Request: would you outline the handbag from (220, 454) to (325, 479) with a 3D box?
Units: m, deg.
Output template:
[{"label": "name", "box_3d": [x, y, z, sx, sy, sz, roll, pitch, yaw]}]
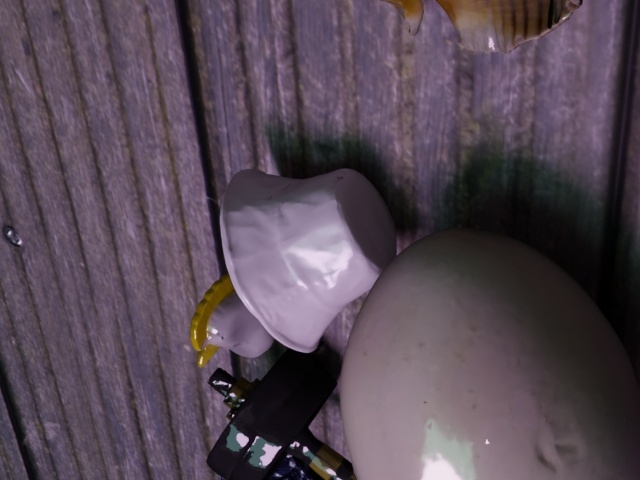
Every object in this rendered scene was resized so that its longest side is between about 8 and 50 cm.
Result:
[{"label": "handbag", "box_3d": [-0.020, 0.376, 1.666, 0.162, 0.113, 0.260, -24, 100, 41]}]

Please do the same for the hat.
[{"label": "hat", "box_3d": [0.000, 0.000, 1.289, 0.126, 0.203, 0.203, -24, 108, 29]}]

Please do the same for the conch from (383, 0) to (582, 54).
[{"label": "conch", "box_3d": [0.100, -0.257, 0.957, 0.263, 0.324, 0.186, 35, 95, 17]}]

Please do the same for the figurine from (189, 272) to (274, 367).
[{"label": "figurine", "box_3d": [-0.088, 0.067, 1.405, 0.109, 0.178, 0.130, 26, 165, 26]}]

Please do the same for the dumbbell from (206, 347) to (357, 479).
[{"label": "dumbbell", "box_3d": [0.026, 0.275, 1.484, 0.388, 0.185, 0.185, 36, 140, 7]}]

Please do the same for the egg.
[{"label": "egg", "box_3d": [0.157, 0.154, 1.192, 0.283, 0.283, 0.345, -7, 106, 43]}]
